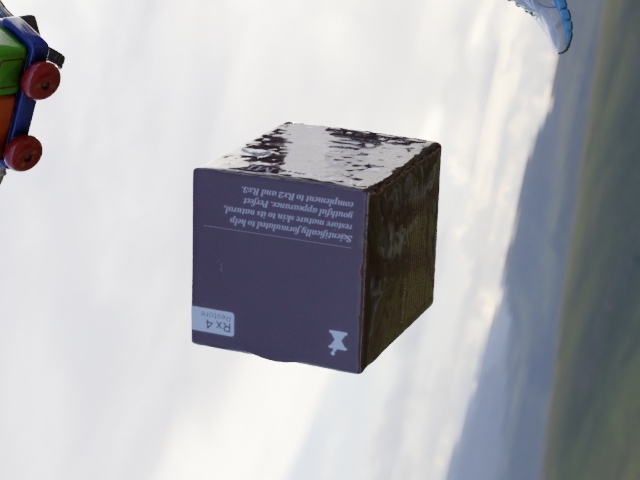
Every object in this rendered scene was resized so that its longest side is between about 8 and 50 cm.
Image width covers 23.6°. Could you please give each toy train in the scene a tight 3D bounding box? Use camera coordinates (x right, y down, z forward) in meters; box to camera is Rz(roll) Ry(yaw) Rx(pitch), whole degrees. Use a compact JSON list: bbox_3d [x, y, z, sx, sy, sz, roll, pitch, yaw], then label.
[{"bbox_3d":[-0.366,-0.101,1.548,0.143,0.105,0.248,-13,-45,-43],"label":"toy train"}]

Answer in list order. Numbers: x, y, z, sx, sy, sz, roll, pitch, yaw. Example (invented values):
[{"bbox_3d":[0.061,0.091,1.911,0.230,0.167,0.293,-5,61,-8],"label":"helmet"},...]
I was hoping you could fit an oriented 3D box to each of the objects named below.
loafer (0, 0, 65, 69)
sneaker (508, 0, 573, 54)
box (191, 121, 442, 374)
[{"bbox_3d":[-0.429,-0.300,2.205,0.061,0.170,0.062,-57,-20,-9],"label":"loafer"},{"bbox_3d":[0.254,-0.317,1.931,0.071,0.083,0.190,-162,47,-85],"label":"sneaker"},{"bbox_3d":[0.000,0.000,1.392,0.203,0.169,0.167,-35,-49,-63],"label":"box"}]
